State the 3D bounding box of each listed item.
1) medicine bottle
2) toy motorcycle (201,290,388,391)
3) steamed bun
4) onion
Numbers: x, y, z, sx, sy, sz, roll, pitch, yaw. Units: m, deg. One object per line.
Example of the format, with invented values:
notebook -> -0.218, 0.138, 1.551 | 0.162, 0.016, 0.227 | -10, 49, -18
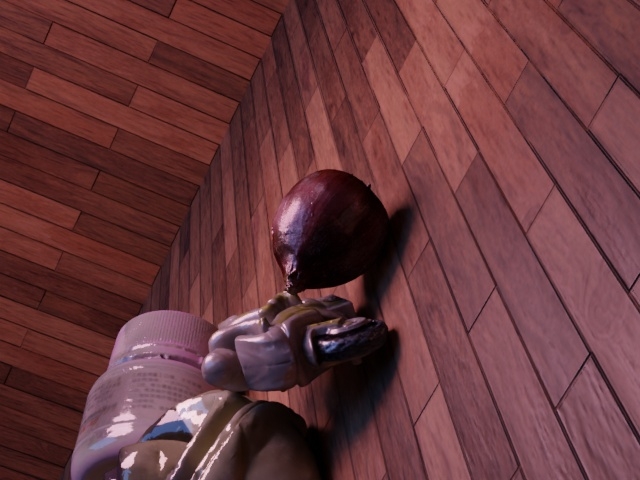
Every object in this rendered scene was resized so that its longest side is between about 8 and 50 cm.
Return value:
medicine bottle -> -0.255, 0.284, 2.131 | 0.241, 0.241, 0.302 | -56, 19, 39
toy motorcycle -> -0.055, 0.134, 1.728 | 0.341, 0.223, 0.107 | -168, 61, -74
steamed bun -> -0.169, 0.353, 1.726 | 0.394, 0.238, 0.346 | -43, 29, 58
onion -> 0.000, 0.000, 1.770 | 0.195, 0.159, 0.159 | -52, 5, -31
